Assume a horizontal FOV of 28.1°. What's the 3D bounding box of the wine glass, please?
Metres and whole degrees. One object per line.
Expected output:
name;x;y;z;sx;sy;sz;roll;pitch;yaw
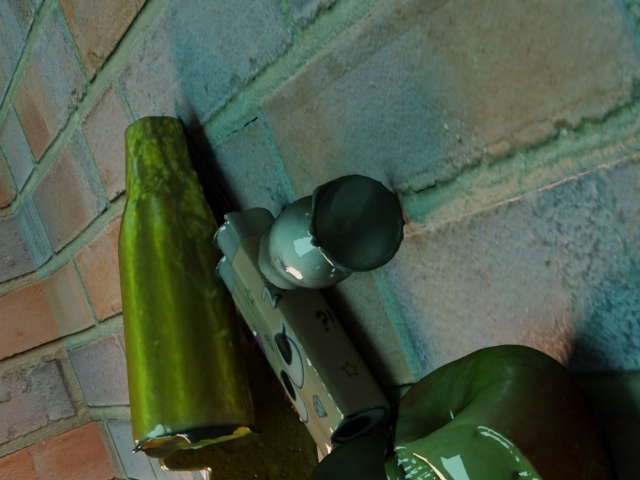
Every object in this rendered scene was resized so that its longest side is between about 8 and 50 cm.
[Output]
wine glass;0.000;0.000;1.312;0.103;0.103;0.222;68;159;2

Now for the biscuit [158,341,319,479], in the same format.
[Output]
biscuit;-0.096;0.259;1.701;0.239;0.212;0.041;38;160;5

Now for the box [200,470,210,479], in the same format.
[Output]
box;-0.114;0.262;1.797;0.051;0.130;0.129;55;155;37

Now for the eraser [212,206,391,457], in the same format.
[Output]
eraser;-0.025;0.113;1.499;0.290;0.087;0.171;58;161;27

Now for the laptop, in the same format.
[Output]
laptop;-0.165;-0.057;1.777;0.207;0.026;0.154;55;153;31

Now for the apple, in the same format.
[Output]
apple;0.152;0.189;1.032;0.188;0.174;0.207;52;159;-12

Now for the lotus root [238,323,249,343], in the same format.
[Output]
lotus root;-0.143;0.155;1.841;0.090;0.077;0.183;56;159;14

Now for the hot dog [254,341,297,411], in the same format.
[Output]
hot dog;-0.029;0.181;1.619;0.188;0.055;0.072;43;145;51

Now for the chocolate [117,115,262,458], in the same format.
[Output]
chocolate;-0.182;0.050;1.648;0.162;0.162;0.445;130;134;-66

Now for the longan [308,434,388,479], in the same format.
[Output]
longan;0.058;0.295;1.384;0.167;0.167;0.187;56;134;31
